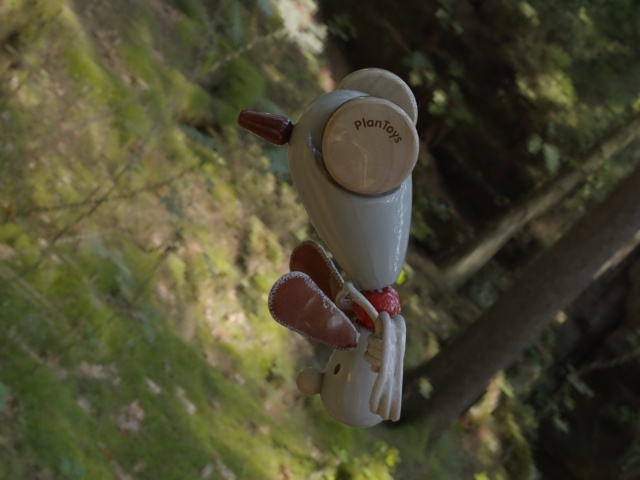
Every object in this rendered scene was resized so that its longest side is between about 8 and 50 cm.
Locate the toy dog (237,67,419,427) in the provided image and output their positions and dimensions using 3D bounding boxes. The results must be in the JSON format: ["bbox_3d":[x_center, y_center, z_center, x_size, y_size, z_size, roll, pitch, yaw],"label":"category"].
[{"bbox_3d":[0.000,0.000,1.106,0.161,0.333,0.220,4,-6,3],"label":"toy dog"}]
